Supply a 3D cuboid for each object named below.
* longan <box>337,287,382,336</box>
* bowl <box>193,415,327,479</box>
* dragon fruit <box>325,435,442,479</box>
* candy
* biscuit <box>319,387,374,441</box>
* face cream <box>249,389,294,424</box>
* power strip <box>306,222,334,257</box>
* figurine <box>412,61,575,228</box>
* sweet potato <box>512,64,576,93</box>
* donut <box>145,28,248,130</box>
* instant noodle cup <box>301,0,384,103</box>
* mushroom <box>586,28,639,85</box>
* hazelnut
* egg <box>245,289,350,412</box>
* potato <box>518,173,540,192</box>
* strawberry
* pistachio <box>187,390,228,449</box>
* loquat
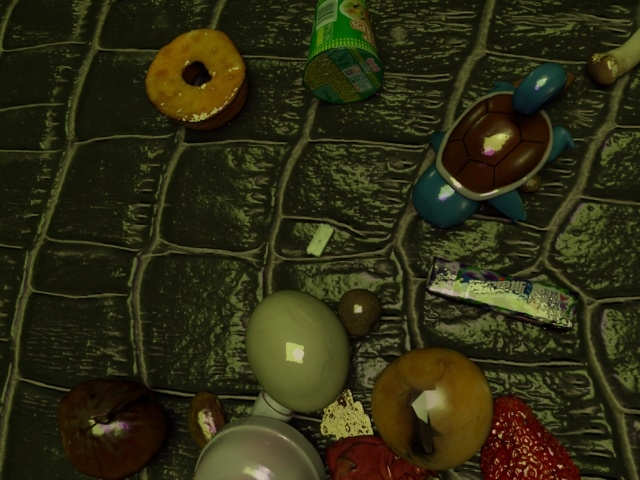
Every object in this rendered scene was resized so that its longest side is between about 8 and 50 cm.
[{"bbox_3d":[0.091,0.164,1.063,0.114,0.092,0.113,0,77,-1],"label":"longan"},{"bbox_3d":[-0.139,0.521,0.951,0.287,0.144,0.286,1,94,12],"label":"bowl"},{"bbox_3d":[0.151,0.525,0.915,0.205,0.152,0.316,-27,75,1],"label":"dragon fruit"},{"bbox_3d":[0.389,0.116,1.024,0.313,0.061,0.088,15,77,16],"label":"candy"},{"bbox_3d":[0.062,0.401,1.044,0.130,0.019,0.119,31,84,19],"label":"biscuit"},{"bbox_3d":[-0.108,0.382,1.052,0.091,0.091,0.095,37,95,19],"label":"face cream"},{"bbox_3d":[0.000,0.000,1.167,0.040,0.016,0.090,26,82,18],"label":"power strip"},{"bbox_3d":[0.382,-0.193,1.010,0.298,0.243,0.416,45,131,11],"label":"figurine"},{"bbox_3d":[0.473,-0.331,1.109,0.252,0.097,0.097,-32,71,12],"label":"sweet potato"},{"bbox_3d":[-0.332,-0.437,1.312,0.303,0.110,0.302,-4,72,11],"label":"donut"},{"bbox_3d":[0.053,-0.507,1.206,0.207,0.207,0.232,-6,68,11],"label":"instant noodle cup"},{"bbox_3d":[0.723,-0.445,1.096,0.209,0.071,0.084,-36,39,-1],"label":"mushroom"},{"bbox_3d":[-0.480,0.420,1.067,0.252,0.217,0.217,31,84,18],"label":"hazelnut"},{"bbox_3d":[-0.048,0.232,1.010,0.219,0.219,0.269,-33,74,3],"label":"egg"},{"bbox_3d":[0.471,-0.147,1.086,0.051,0.040,0.083,-28,73,-5],"label":"potato"},{"bbox_3d":[0.403,0.450,0.909,0.189,0.106,0.285,-17,72,6],"label":"strawberry"},{"bbox_3d":[-0.264,0.438,1.094,0.090,0.049,0.172,-29,71,5],"label":"pistachio"},{"bbox_3d":[0.218,0.325,0.921,0.235,0.235,0.234,-3,75,12],"label":"loquat"}]
